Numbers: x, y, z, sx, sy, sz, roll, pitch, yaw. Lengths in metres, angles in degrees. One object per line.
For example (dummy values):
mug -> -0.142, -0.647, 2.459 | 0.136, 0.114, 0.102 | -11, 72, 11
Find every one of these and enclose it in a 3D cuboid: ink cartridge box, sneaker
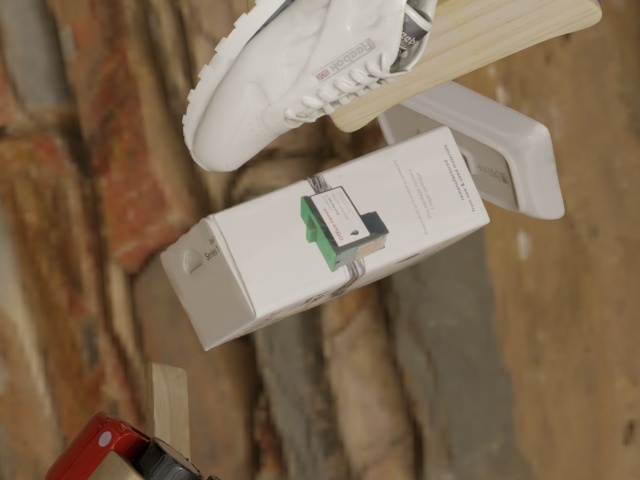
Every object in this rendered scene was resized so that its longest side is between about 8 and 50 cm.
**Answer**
ink cartridge box -> 0.000, 0.000, 1.473 | 0.219, 0.160, 0.092 | -22, 85, -22
sneaker -> 0.005, -0.123, 1.167 | 0.095, 0.235, 0.090 | 44, 17, 10

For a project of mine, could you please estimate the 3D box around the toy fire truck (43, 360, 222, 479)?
toy fire truck -> -0.151, 0.207, 1.641 | 0.158, 0.246, 0.217 | -52, 131, -1

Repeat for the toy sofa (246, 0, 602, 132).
toy sofa -> 0.110, -0.272, 1.949 | 0.177, 0.363, 0.150 | 39, 35, -48

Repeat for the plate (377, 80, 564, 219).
plate -> 0.169, -0.125, 2.291 | 0.045, 0.278, 0.277 | -58, 159, -14
